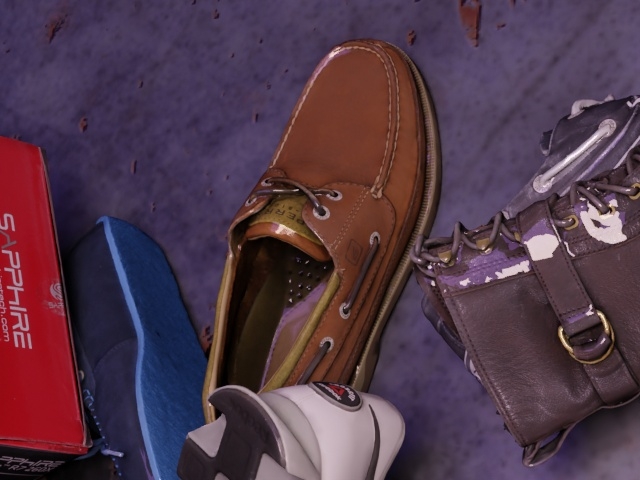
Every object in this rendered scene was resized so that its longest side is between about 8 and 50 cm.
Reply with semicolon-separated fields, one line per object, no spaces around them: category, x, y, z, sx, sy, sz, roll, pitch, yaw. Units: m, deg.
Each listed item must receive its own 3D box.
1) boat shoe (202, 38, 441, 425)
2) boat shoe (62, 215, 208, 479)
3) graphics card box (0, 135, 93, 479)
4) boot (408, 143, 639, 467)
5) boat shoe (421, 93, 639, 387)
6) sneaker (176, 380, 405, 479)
boat shoe;0.000;0.000;1.056;0.110;0.104;0.307;3;75;29
boat shoe;-0.126;0.104;1.106;0.089;0.109;0.258;-37;43;20
graphics card box;-0.325;0.107;1.151;0.371;0.094;0.233;-31;60;35
boot;0.155;-0.022;0.871;0.229;0.091;0.263;-19;96;16
boat shoe;0.179;-0.042;0.980;0.301;0.108;0.102;-50;59;13
sneaker;-0.033;0.233;0.992;0.122;0.146;0.331;42;120;36
